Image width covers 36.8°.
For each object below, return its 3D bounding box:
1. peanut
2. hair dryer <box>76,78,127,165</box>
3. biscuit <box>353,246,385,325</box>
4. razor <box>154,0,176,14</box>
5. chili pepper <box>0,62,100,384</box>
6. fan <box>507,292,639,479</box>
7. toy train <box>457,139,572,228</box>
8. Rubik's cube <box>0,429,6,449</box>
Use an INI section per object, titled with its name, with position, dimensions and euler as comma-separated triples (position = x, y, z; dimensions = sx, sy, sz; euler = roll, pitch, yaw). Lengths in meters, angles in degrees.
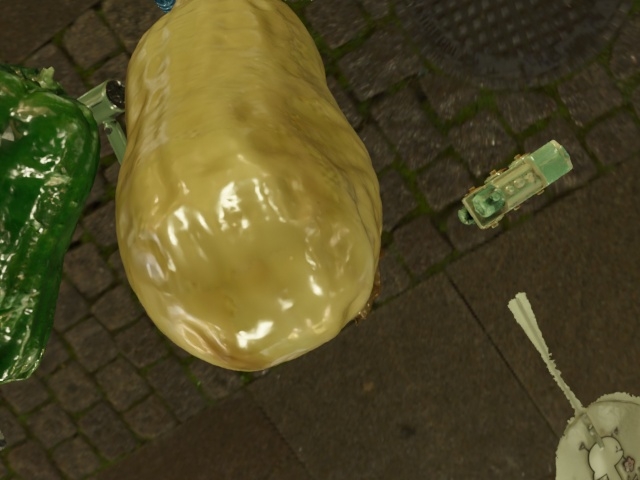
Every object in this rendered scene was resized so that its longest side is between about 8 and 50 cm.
[peanut]
position = -0.044, -0.043, 0.541
dimensions = 0.148, 0.318, 0.147
euler = -6, 125, -8
[hair dryer]
position = -0.261, -0.126, 1.236
dimensions = 0.071, 0.047, 0.150
euler = -20, 94, 38
[biscuit]
position = -0.002, -0.020, 1.654
dimensions = 0.115, 0.366, 0.268
euler = -1, 69, 30
[razor]
position = -0.253, -0.387, 1.427
dimensions = 0.082, 0.253, 0.042
euler = -21, 75, 11
[chili pepper]
position = -0.333, 0.014, 0.838
dimensions = 0.213, 0.167, 0.384
euler = 32, 96, 14
[fan]
position = 0.358, 0.250, 1.270
dimensions = 0.414, 0.233, 0.012
euler = 57, 151, -7
[toy train]
position = 0.318, -0.090, 1.590
dimensions = 0.194, 0.125, 0.080
euler = -33, 87, -14
[Rubik's cube]
position = -0.578, 0.222, 1.212
dimensions = 0.237, 0.237, 0.238
euler = -31, 84, -6
